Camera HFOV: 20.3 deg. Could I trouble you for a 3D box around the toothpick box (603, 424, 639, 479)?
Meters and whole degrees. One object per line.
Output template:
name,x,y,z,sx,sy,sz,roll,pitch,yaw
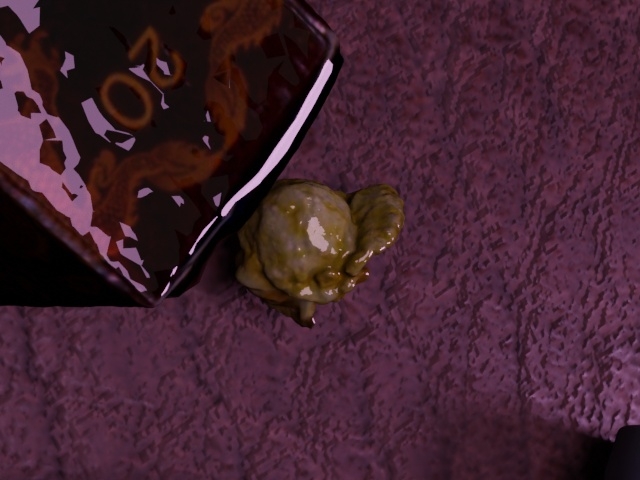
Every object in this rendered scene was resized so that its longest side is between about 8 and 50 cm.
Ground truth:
toothpick box,0.167,0.179,0.871,0.101,0.101,0.153,29,74,-26

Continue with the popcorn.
popcorn,0.000,0.000,0.794,0.083,0.059,0.068,-18,143,-5

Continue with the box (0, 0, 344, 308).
box,-0.213,-0.143,0.566,0.415,0.264,0.116,45,67,-22
